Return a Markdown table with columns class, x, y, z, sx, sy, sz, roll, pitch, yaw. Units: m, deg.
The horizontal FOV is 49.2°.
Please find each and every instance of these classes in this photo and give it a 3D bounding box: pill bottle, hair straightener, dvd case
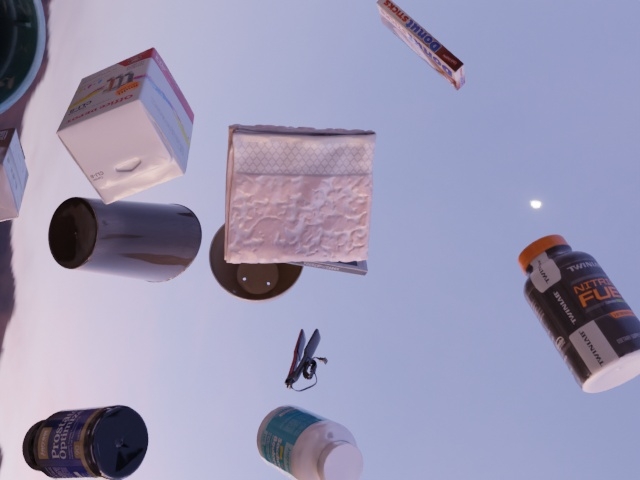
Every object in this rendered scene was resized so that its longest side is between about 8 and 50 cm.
| class | x | y | z | sx | sy | sz | roll | pitch | yaw |
| --- | --- | --- | --- | --- | --- | --- | --- | --- | --- |
| pill bottle | -0.019 | 0.435 | 1.450 | 0.264 | 0.146 | 0.146 | -3 | -105 | 61 |
| pill bottle | -0.410 | 0.350 | 1.199 | 0.219 | 0.123 | 0.122 | -14 | -116 | 35 |
| hair straightener | -0.030 | 0.289 | 1.696 | 0.230 | 0.089 | 0.047 | -64 | 145 | -62 |
| dvd case | 0.000 | 0.000 | 1.821 | 0.029 | 0.239 | 0.179 | 120 | -27 | -43 |
| pill bottle | 0.412 | 0.107 | 1.117 | 0.130 | 0.131 | 0.245 | -53 | -133 | 36 |

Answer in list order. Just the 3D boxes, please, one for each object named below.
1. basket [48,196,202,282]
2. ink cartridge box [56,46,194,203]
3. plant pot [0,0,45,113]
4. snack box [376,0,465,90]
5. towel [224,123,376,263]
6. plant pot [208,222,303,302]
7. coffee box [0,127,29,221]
| class | x | y | z | sx | sy | sz | roll | pitch | yaw |
| --- | --- | --- | --- | --- | --- | --- | --- | --- | --- |
| basket | -0.373 | -0.004 | 1.300 | 0.205 | 0.227 | 0.154 | -18 | -104 | 28 |
| ink cartridge box | -0.267 | -0.163 | 0.986 | 0.128 | 0.127 | 0.176 | -20 | -143 | 9 |
| plant pot | -0.713 | -0.393 | 1.223 | 0.334 | 0.341 | 0.341 | 24 | -81 | 45 |
| snack box | 0.158 | -0.310 | 1.092 | 0.022 | 0.064 | 0.178 | -42 | -109 | 0 |
| towel | -0.044 | -0.095 | 1.545 | 0.053 | 0.332 | 0.316 | -112 | -156 | -65 |
| plant pot | -0.193 | 0.076 | 2.151 | 0.191 | 0.284 | 0.284 | 99 | -7 | -68 |
| coffee box | -0.591 | -0.109 | 1.202 | 0.246 | 0.141 | 0.098 | -127 | -153 | -62 |
